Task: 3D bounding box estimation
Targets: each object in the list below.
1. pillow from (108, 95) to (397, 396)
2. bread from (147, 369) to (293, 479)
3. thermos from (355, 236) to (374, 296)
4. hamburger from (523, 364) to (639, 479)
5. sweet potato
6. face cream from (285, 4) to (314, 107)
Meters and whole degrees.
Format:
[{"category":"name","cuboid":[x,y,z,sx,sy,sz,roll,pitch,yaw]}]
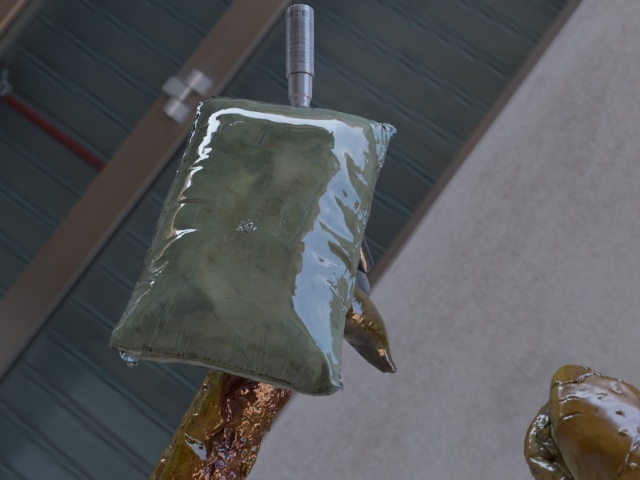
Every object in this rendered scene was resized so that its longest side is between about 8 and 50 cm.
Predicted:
[{"category":"pillow","cuboid":[-0.047,-0.005,0.877,0.185,0.302,0.074,11,-38,4]},{"category":"bread","cuboid":[-0.130,0.251,1.392,0.077,0.270,0.139,14,-20,47]},{"category":"thermos","cuboid":[0.000,0.000,1.295,0.137,0.105,0.193,9,-50,40]},{"category":"hamburger","cuboid":[0.356,0.265,1.192,0.283,0.143,0.157,35,33,24]},{"category":"sweet potato","cuboid":[-0.007,0.058,1.084,0.250,0.059,0.069,31,-39,-19]},{"category":"face cream","cuboid":[-0.024,-0.209,1.222,0.034,0.130,0.034,-1,-15,0]}]
